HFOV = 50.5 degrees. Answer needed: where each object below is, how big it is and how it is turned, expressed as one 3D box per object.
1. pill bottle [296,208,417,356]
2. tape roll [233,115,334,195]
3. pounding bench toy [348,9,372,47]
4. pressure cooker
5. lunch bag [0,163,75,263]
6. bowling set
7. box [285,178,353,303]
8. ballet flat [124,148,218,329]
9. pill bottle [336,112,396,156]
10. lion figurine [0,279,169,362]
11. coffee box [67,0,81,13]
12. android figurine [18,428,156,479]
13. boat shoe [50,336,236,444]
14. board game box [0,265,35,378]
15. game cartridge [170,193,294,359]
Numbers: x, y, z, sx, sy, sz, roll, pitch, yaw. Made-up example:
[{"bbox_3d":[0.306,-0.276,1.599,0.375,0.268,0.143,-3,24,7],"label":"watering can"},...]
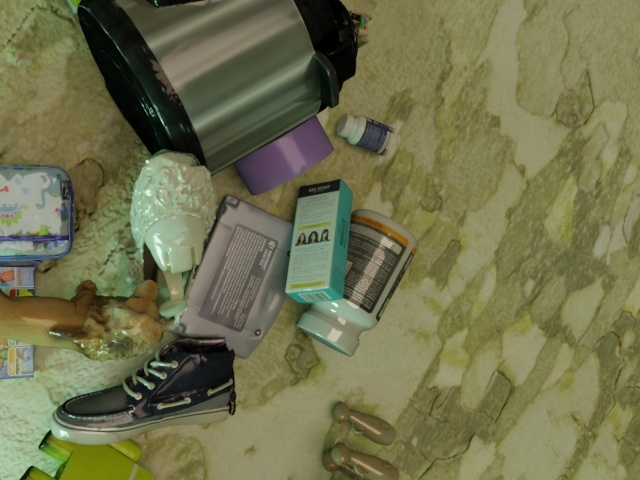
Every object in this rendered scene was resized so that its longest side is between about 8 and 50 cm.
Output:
[{"bbox_3d":[0.074,0.087,1.407,0.162,0.162,0.278,34,78,-19],"label":"pill bottle"},{"bbox_3d":[-0.073,-0.168,1.331,0.189,0.189,0.080,-35,105,-19],"label":"tape roll"},{"bbox_3d":[0.081,-0.460,1.453,0.052,0.083,0.065,10,87,-22],"label":"pounding bench toy"},{"bbox_3d":[-0.160,-0.345,1.198,0.420,0.375,0.369,-32,99,-16],"label":"pressure cooker"},{"bbox_3d":[-0.545,-0.046,1.189,0.219,0.090,0.176,1,92,-22],"label":"lunch bag"},{"bbox_3d":[0.054,0.501,1.399,0.154,0.287,0.200,28,113,-14],"label":"bowling set"},{"bbox_3d":[0.000,0.000,1.358,0.060,0.101,0.244,44,45,-50],"label":"box"},{"bbox_3d":[-0.249,0.026,1.157,0.147,0.409,0.147,9,51,-11],"label":"ballet flat"},{"bbox_3d":[0.099,-0.232,1.469,0.120,0.067,0.067,18,83,-22],"label":"pill bottle"},{"bbox_3d":[-0.456,0.122,1.099,0.392,0.240,0.142,2,97,-23],"label":"lion figurine"},{"bbox_3d":[-0.345,-0.643,1.137,0.338,0.334,0.338,-33,102,-19],"label":"coffee box"},{"bbox_3d":[-0.387,0.449,1.198,0.273,0.248,0.056,39,117,-15],"label":"android figurine"},{"bbox_3d":[-0.314,0.261,1.248,0.341,0.127,0.158,-3,113,-31],"label":"boat shoe"},{"bbox_3d":[-0.579,0.144,1.202,0.136,0.035,0.201,1,89,-23],"label":"board game box"},{"bbox_3d":[-0.160,0.078,1.370,0.196,0.060,0.294,25,81,-17],"label":"game cartridge"}]
